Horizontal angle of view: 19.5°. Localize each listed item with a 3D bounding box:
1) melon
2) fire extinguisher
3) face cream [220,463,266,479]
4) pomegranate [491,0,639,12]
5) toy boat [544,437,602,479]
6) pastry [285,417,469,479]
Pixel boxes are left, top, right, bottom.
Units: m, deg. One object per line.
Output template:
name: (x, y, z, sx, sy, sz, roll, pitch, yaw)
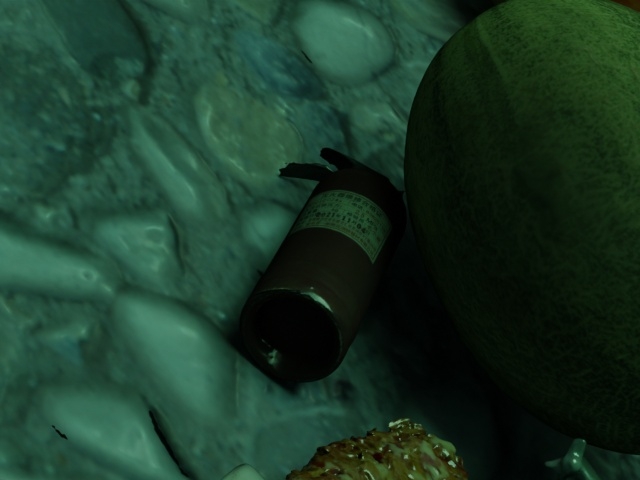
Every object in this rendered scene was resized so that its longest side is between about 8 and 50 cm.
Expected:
melon: (0.189, -0.016, 1.236, 0.249, 0.248, 0.329, -5, 57, -48)
fire extinguisher: (0.000, 0.000, 1.244, 0.099, 0.071, 0.231, 15, 33, 8)
face cream: (0.035, 0.256, 0.970, 0.311, 0.092, 0.092, 45, 34, 5)
pomegranate: (0.252, -0.275, 1.616, 0.270, 0.252, 0.229, 46, 1, -33)
toy boat: (0.140, 0.176, 1.050, 0.134, 0.092, 0.299, 20, 7, 12)
pastry: (0.023, 0.158, 1.097, 0.087, 0.063, 0.169, 50, 31, 17)
